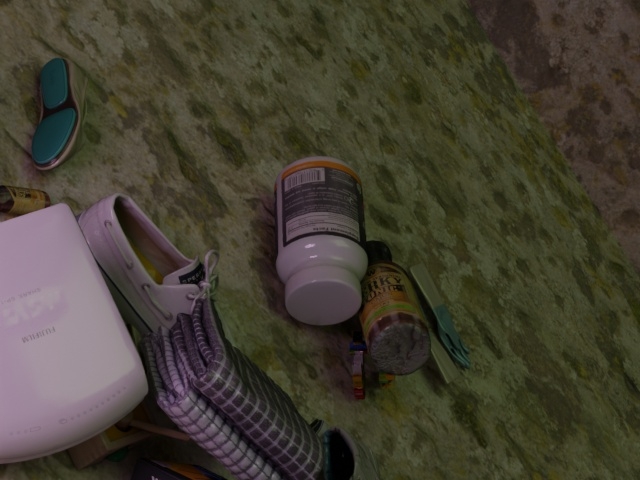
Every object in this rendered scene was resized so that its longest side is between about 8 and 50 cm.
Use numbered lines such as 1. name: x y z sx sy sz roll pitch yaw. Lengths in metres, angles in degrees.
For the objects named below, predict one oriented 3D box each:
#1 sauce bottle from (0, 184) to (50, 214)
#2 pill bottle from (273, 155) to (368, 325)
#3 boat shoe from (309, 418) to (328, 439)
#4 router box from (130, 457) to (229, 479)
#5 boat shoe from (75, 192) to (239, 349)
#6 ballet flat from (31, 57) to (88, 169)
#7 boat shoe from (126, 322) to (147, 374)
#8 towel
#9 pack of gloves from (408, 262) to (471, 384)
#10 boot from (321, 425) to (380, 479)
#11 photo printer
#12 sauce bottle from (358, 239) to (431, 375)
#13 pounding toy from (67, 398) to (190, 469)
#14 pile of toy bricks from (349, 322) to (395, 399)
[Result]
1. sauce bottle: -0.454 -0.059 2.056 0.128 0.042 0.042 6 57 -52
2. pill bottle: 0.000 0.000 2.474 0.162 0.162 0.278 29 41 -34
3. boat shoe: -0.032 0.320 2.254 0.040 0.049 0.142 52 35 -4
4. router box: -0.157 0.355 1.949 0.133 0.179 0.046 19 89 -52
5. boat shoe: -0.212 0.071 2.145 0.367 0.156 0.136 51 33 -6
6. ballet flat: -0.399 -0.186 2.215 0.086 0.086 0.248 31 39 -33
7. boat shoe: -0.270 0.178 2.064 0.045 0.050 0.135 37 27 -33
8. towel: -0.120 0.221 1.983 0.235 0.121 0.284 45 4 -22
9. pack of gloves: 0.205 0.164 2.719 0.232 0.046 0.195 62 22 6
10. boot: 0.055 0.418 2.214 0.123 0.095 0.258 48 19 -50
11. photo printer: -0.384 0.128 1.845 0.256 0.107 0.307 -20 76 -26
12. sauce bottle: 0.113 0.106 2.476 0.111 0.111 0.344 39 14 -23
13. pounding toy: -0.280 0.248 1.952 0.130 0.100 0.141 -13 72 -55
14. pile of toy bricks: 0.112 0.213 2.506 0.212 0.118 0.105 -77 164 -61
